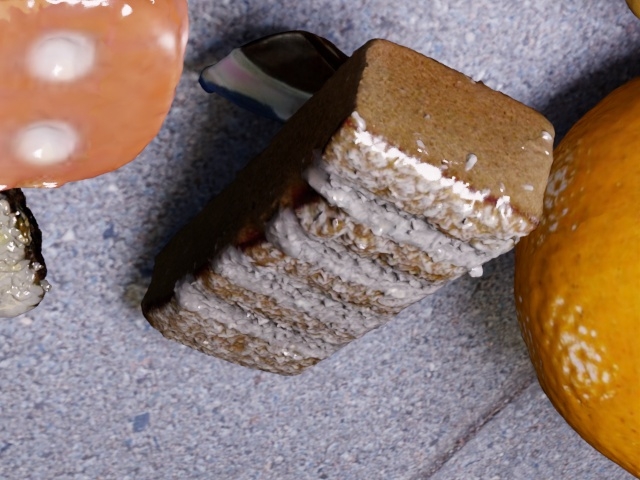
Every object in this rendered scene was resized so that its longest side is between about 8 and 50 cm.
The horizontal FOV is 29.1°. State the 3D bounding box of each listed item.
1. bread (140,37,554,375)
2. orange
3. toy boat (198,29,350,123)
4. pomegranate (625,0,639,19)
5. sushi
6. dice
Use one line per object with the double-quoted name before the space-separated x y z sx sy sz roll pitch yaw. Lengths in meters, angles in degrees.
"bread" 0.000 0.000 0.982 0.165 0.113 0.416 24 149 -18
"orange" 0.363 0.045 1.130 0.424 0.423 0.326 17 152 -34
"toy boat" 0.008 -0.084 1.046 0.115 0.114 0.262 -40 127 18
"pomegranate" 0.365 -0.244 0.959 0.281 0.281 0.281 -13 132 -15
"sushi" -0.277 -0.008 1.004 0.091 0.078 0.150 -17 134 -2
"dice" -0.201 -0.146 0.840 0.175 0.174 0.179 -2 137 -30
